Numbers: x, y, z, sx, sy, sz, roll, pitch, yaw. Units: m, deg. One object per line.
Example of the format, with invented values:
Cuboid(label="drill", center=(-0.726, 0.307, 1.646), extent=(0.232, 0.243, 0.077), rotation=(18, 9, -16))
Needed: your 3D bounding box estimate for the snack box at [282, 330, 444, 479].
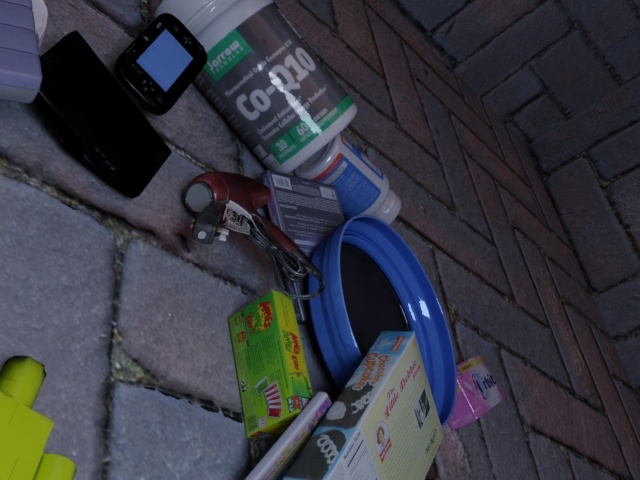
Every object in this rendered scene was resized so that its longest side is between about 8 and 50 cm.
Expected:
Cuboid(label="snack box", center=(0.071, 0.280, 0.948), extent=(0.322, 0.060, 0.187), rotation=(-45, 123, -53))

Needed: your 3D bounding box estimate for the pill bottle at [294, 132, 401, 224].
Cuboid(label="pill bottle", center=(0.062, -0.116, 1.473), extent=(0.221, 0.124, 0.124), rotation=(39, 32, -30))

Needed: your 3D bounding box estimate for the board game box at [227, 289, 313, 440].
Cuboid(label="board game box", center=(-0.069, 0.170, 0.990), extent=(0.043, 0.092, 0.181), rotation=(26, 40, -46))

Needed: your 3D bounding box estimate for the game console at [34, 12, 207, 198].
Cuboid(label="game console", center=(-0.273, -0.235, 1.058), extent=(0.213, 0.044, 0.361), rotation=(54, 35, -28))

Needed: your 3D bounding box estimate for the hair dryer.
Cuboid(label="hair dryer", center=(-0.109, -0.019, 1.109), extent=(0.224, 0.080, 0.293), rotation=(35, 22, -23))

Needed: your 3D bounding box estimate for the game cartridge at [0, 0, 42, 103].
Cuboid(label="game cartridge", center=(-0.477, -0.262, 0.732), extent=(0.355, 0.068, 0.230), rotation=(4, 52, -37))

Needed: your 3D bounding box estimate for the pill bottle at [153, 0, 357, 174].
Cuboid(label="pill bottle", center=(-0.117, -0.310, 1.304), extent=(0.361, 0.204, 0.204), rotation=(49, 28, -10))

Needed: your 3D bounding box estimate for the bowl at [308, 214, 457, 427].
Cuboid(label="bowl", center=(0.111, 0.147, 1.255), extent=(0.391, 0.077, 0.391), rotation=(41, 36, -40))

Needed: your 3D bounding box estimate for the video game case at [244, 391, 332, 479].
Cuboid(label="video game case", center=(-0.017, 0.295, 0.907), extent=(0.157, 0.019, 0.143), rotation=(-44, 122, -38))

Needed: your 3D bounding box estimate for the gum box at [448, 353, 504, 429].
Cuboid(label="gum box", center=(0.301, 0.303, 1.474), extent=(0.188, 0.062, 0.107), rotation=(-4, 64, -59))

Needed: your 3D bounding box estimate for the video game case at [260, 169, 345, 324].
Cuboid(label="video game case", center=(-0.005, 0.016, 1.281), extent=(0.196, 0.026, 0.274), rotation=(9, 62, -51))

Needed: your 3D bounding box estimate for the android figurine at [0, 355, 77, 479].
Cuboid(label="android figurine", center=(-0.326, 0.188, 0.601), extent=(0.248, 0.056, 0.272), rotation=(43, 29, -25))

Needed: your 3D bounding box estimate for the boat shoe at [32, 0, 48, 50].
Cuboid(label="boat shoe", center=(-0.399, -0.262, 0.916), extent=(0.098, 0.096, 0.277), rotation=(41, 31, -28))
